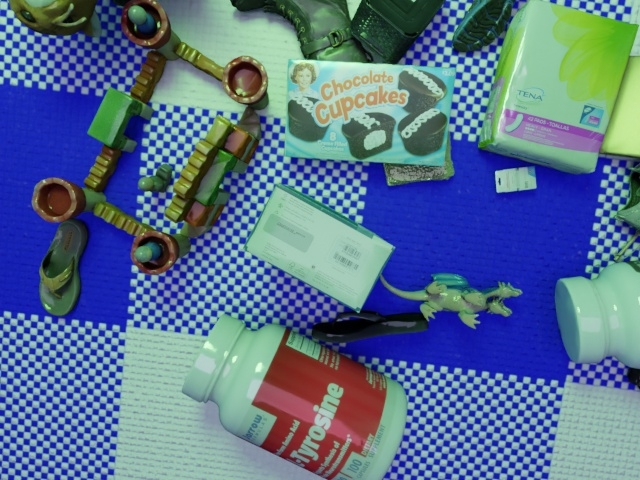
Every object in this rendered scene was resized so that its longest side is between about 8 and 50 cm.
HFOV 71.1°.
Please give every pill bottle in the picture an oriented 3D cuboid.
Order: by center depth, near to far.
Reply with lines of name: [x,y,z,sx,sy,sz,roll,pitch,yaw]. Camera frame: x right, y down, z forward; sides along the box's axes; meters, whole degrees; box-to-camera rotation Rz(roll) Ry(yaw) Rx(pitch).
pill bottle: [0.673,0.136,0.867,0.362,0.210,0.210,-8,95,15]
pill bottle: [-0.053,0.313,0.906,0.407,0.229,0.229,26,95,-1]

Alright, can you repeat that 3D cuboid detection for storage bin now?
storage bin: [0.155,-0.450,0.867,0.122,0.084,0.180,38,69,-4]

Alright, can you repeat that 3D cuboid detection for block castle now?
block castle: [-0.314,-0.186,0.873,0.303,0.213,0.453,29,95,-2]

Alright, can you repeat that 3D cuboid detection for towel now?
towel: [0.207,-0.177,0.956,0.148,0.027,0.110,-7,94,3]

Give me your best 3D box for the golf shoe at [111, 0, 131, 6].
golf shoe: [-0.427,-0.579,0.917,0.093,0.077,0.198,3,91,16]

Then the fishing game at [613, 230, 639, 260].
fishing game: [0.784,0.059,0.961,0.264,0.041,0.189,42,97,-3]

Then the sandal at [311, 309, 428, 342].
sandal: [0.103,0.171,0.962,0.254,0.097,0.055,-6,96,-9]

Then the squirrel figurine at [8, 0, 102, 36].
squirrel figurine: [-0.399,-0.543,0.758,0.281,0.397,0.370,19,134,-31]

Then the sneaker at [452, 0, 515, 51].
sneaker: [0.347,-0.483,0.906,0.083,0.087,0.221,28,111,-30]

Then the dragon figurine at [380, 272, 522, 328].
dragon figurine: [0.272,0.118,0.952,0.289,0.144,0.085,7,97,20]

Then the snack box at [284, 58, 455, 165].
snack box: [0.092,-0.253,0.895,0.321,0.060,0.187,4,106,2]

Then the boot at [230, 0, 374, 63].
boot: [-0.037,-0.426,0.912,0.262,0.091,0.229,-11,103,9]

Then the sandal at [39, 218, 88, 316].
sandal: [-0.565,0.060,0.976,0.089,0.060,0.220,19,95,-1]

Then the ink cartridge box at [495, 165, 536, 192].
ink cartridge box: [0.411,-0.129,0.955,0.083,0.028,0.048,-6,95,1]

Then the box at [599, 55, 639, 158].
box: [0.647,-0.267,0.900,0.164,0.021,0.201,18,96,33]

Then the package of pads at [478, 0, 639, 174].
package of pads: [0.464,-0.305,0.904,0.229,0.101,0.297,14,95,-2]

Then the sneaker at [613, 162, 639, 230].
sneaker: [0.699,-0.149,0.912,0.115,0.105,0.281,21,90,12]

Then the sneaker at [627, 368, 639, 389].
sneaker: [0.704,0.280,0.976,0.170,0.051,0.089,43,90,-6]

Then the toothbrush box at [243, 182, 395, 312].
toothbrush box: [0.000,0.000,0.843,0.216,0.295,0.126,29,94,-1]
